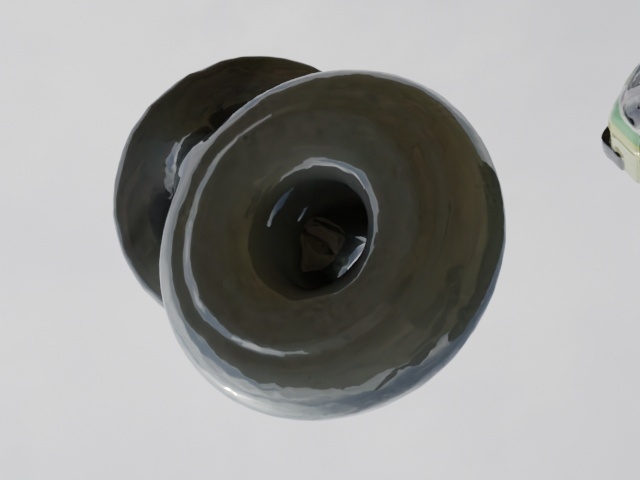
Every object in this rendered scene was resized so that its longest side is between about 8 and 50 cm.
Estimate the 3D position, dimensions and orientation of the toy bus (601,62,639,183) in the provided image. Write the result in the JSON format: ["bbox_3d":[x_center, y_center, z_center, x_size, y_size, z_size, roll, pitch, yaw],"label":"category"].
[{"bbox_3d":[0.307,-0.026,1.049,0.143,0.179,0.305,-38,-114,-5],"label":"toy bus"}]

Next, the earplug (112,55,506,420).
[{"bbox_3d":[-0.009,-0.007,1.108,0.214,0.175,0.325,-54,-152,-2],"label":"earplug"}]
